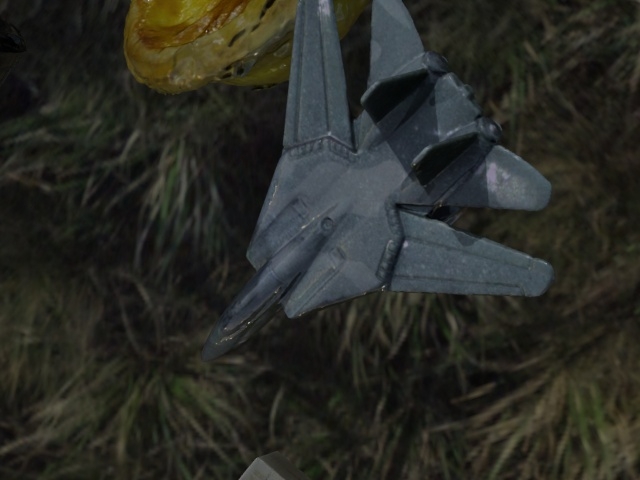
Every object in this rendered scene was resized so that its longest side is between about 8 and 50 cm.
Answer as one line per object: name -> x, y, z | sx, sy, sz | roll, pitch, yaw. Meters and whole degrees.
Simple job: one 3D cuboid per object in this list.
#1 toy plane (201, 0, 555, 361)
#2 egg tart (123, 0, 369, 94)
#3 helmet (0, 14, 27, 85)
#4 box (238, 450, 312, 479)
toy plane -> 0.008, -0.003, 0.685 | 0.212, 0.088, 0.267 | 54, 136, 13
egg tart -> -0.058, -0.304, 1.328 | 0.388, 0.388, 0.169 | -44, 123, 14
helmet -> -0.426, -0.189, 1.101 | 0.279, 0.230, 0.160 | 14, 112, -44
box -> -0.099, 0.329, 1.291 | 0.058, 0.141, 0.201 | 39, 90, 10
